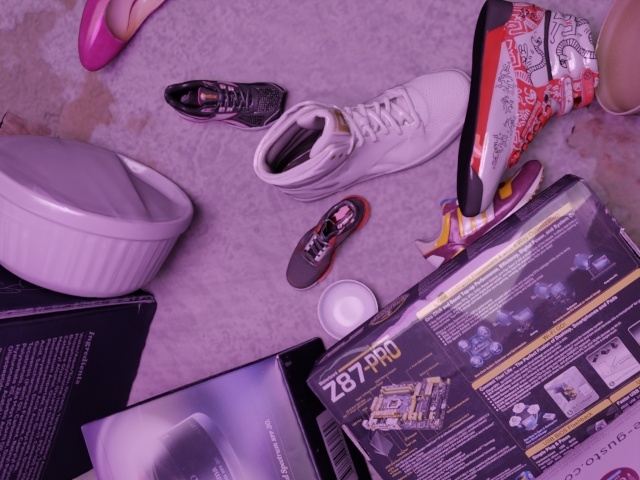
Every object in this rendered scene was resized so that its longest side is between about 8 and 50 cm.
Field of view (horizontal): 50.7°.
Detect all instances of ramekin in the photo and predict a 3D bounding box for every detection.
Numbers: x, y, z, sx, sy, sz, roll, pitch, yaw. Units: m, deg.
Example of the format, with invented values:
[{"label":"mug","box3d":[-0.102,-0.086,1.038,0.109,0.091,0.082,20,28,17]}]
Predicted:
[{"label":"ramekin","box3d":[-0.319,-0.031,0.910,0.273,0.273,0.127,28,109,15]}]

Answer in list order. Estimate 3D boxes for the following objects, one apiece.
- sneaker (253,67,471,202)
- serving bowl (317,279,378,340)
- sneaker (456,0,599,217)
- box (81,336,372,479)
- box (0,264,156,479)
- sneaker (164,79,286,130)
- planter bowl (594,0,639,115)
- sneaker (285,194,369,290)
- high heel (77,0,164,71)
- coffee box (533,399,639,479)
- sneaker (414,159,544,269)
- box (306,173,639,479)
[{"label":"sneaker","box3d":[0.058,-0.136,0.843,0.293,0.169,0.108,-28,80,13]},{"label":"serving bowl","box3d":[0.040,0.094,0.916,0.083,0.027,0.083,0,88,16]},{"label":"sneaker","box3d":[0.249,-0.152,0.802,0.145,0.090,0.270,9,81,0]},{"label":"box","box3d":[-0.105,0.320,0.877,0.294,0.183,0.296,-23,83,16]},{"label":"box","box3d":[-0.561,0.135,0.861,0.480,0.472,0.297,19,96,16]},{"label":"sneaker","box3d":[-0.138,-0.192,0.948,0.178,0.077,0.072,-1,90,16]},{"label":"planter bowl","box3d":[0.401,-0.214,0.760,0.109,0.162,0.162,8,91,-10]},{"label":"sneaker","box3d":[0.000,0.000,0.910,0.061,0.065,0.158,39,99,14]},{"label":"high heel","box3d":[-0.259,-0.345,0.981,0.117,0.082,0.244,28,84,30]},{"label":"coffee box","box3d":[0.422,0.348,0.591,0.337,0.334,0.338,-44,99,12]},{"label":"sneaker","box3d":[0.198,-0.040,0.850,0.084,0.069,0.185,40,99,8]},{"label":"box","box3d":[0.231,0.166,0.795,0.395,0.097,0.318,-39,93,13]}]
